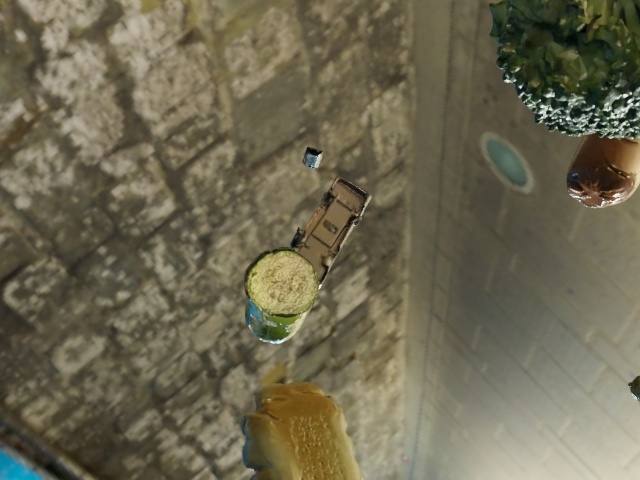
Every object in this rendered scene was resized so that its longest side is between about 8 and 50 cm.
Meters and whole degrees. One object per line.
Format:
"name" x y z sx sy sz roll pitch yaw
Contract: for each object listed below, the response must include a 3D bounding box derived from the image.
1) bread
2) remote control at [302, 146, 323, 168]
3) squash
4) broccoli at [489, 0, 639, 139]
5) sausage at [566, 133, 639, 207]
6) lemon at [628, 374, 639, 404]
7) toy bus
"bread" -0.020 0.350 1.402 0.121 0.173 0.311 -55 40 46
"remote control" -0.018 -0.177 2.155 0.039 0.014 0.096 14 163 -4
"squash" -0.055 0.083 1.314 0.095 0.095 0.188 48 162 12
"broccoli" 0.396 -0.255 1.254 0.317 0.338 0.277 51 -156 13
"sausage" 0.517 -0.172 1.715 0.121 0.304 0.121 21 141 19
"lemon" 0.721 0.295 1.932 0.248 0.184 0.184 -14 119 42
"toy bus" 0.001 0.000 1.846 0.090 0.274 0.112 31 135 2
